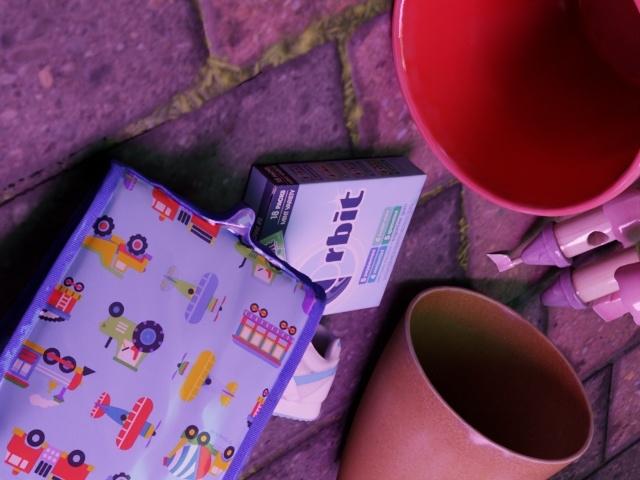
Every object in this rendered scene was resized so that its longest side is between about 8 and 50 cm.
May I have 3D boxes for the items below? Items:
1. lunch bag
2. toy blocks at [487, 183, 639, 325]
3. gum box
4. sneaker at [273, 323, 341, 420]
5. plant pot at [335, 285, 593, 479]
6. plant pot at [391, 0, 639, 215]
[{"bbox_3d":[-0.141,0.092,1.008,0.221,0.138,0.293,33,90,-19],"label":"lunch bag"},{"bbox_3d":[0.375,0.021,1.431,0.260,0.309,0.288,-26,136,27],"label":"toy blocks"},{"bbox_3d":[0.000,0.000,1.171,0.184,0.041,0.157,-8,128,-39],"label":"gum box"},{"bbox_3d":[-0.070,0.114,1.182,0.228,0.087,0.092,12,105,-53],"label":"sneaker"},{"bbox_3d":[0.130,0.222,1.357,0.237,0.237,0.254,-1,136,-42],"label":"plant pot"},{"bbox_3d":[0.242,-0.184,1.076,0.243,0.275,0.275,-26,138,-38],"label":"plant pot"}]
